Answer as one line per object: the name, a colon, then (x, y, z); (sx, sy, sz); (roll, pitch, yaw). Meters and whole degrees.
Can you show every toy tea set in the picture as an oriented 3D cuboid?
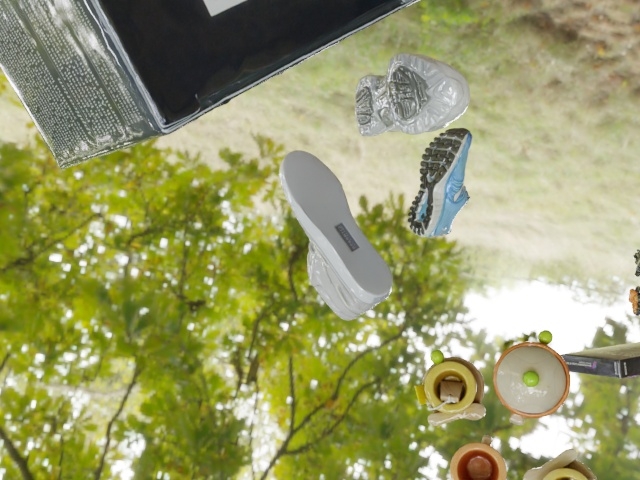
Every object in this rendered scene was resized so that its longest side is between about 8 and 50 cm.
toy tea set: (0.247, 0.282, 1.033); (0.200, 0.336, 0.124); (-19, 165, 10)

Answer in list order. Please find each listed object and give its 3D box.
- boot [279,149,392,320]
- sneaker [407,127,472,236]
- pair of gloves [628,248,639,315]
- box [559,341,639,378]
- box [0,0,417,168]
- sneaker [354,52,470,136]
boot: (0.000, 0.000, 1.218); (0.095, 0.123, 0.258); (-21, -105, -34)
sneaker: (0.179, -0.081, 1.154); (0.073, 0.162, 0.063); (11, -167, -36)
pair of gloves: (0.418, 0.055, 1.075); (0.010, 0.083, 0.074); (5, -167, 10)
box: (0.438, 0.167, 1.152); (0.162, 0.029, 0.116); (-5, 179, -27)
box: (-0.145, -0.239, 0.810); (0.293, 0.212, 0.395); (-33, -164, -24)
sneaker: (0.125, -0.169, 0.941); (0.115, 0.090, 0.232); (-7, -171, -17)
